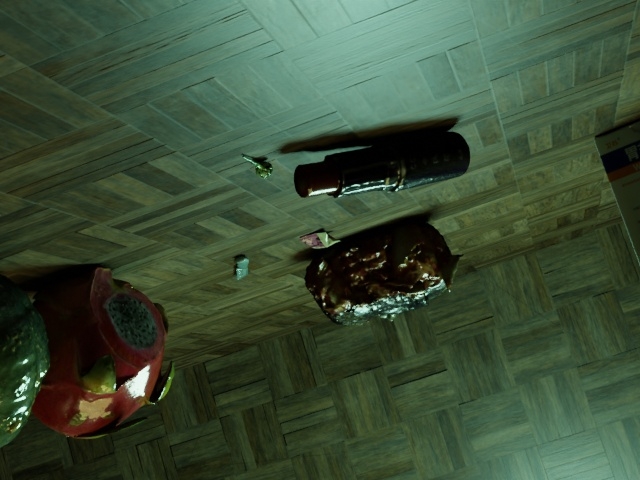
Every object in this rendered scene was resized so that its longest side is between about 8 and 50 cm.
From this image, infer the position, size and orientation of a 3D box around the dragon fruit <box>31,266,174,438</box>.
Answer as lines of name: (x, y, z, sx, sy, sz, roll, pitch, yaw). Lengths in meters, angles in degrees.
dragon fruit: (-0.374, 0.182, 1.907, 0.189, 0.291, 0.290, -25, 167, 31)

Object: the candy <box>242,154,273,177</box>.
candy: (-0.091, -0.106, 1.548, 0.025, 0.023, 0.083, 22, 179, 27)

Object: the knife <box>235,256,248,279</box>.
knife: (-0.162, 0.056, 2.288, 0.028, 0.015, 0.210, -23, 171, -8)

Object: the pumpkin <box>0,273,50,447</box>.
pumpkin: (-0.543, 0.183, 1.570, 0.327, 0.291, 0.257, -10, -171, 20)

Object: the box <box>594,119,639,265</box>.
box: (0.668, -0.089, 2.094, 0.200, 0.299, 0.106, -23, 169, 26)

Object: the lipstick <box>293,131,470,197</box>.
lipstick: (0.092, -0.109, 1.655, 0.299, 0.081, 0.081, -13, 169, -31)

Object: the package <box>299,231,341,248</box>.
package: (0.000, 0.000, 2.224, 0.059, 0.029, 0.083, -13, 161, 21)

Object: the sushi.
sushi: (0.144, 0.077, 2.411, 0.343, 0.196, 0.182, -18, 177, 7)
